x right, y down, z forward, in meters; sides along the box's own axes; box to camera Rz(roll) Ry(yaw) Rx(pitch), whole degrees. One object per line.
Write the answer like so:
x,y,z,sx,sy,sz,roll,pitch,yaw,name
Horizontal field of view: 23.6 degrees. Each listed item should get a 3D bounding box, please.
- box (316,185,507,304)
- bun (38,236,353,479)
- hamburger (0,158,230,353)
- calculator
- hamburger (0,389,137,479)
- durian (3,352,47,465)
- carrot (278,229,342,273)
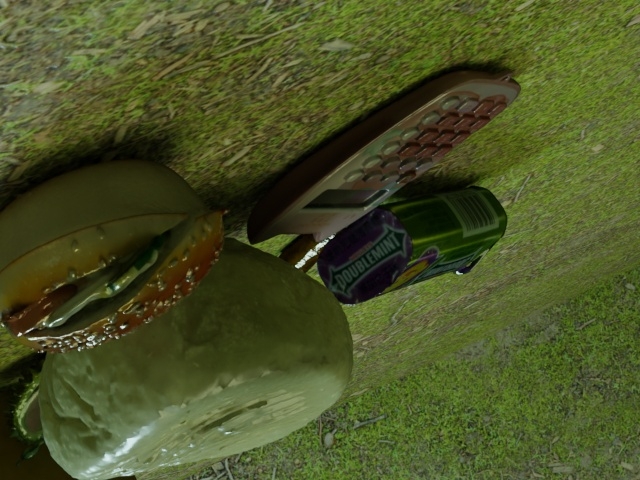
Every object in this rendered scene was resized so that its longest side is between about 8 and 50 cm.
0.128,0.004,1.976,0.134,0.097,0.345,-41,168,23,box
-0.146,0.113,1.656,0.349,0.227,0.352,-23,163,13,bun
-0.195,0.018,1.368,0.237,0.147,0.237,-24,171,-4,hamburger
0.075,-0.097,1.674,0.329,0.048,0.220,-34,164,25,calculator
-0.424,0.410,2.007,0.395,0.396,0.277,-16,156,-38,hamburger
-0.311,0.184,1.961,0.220,0.137,0.095,-25,-157,-24,durian
0.000,0.000,1.937,0.042,0.042,0.170,-14,161,-43,carrot
